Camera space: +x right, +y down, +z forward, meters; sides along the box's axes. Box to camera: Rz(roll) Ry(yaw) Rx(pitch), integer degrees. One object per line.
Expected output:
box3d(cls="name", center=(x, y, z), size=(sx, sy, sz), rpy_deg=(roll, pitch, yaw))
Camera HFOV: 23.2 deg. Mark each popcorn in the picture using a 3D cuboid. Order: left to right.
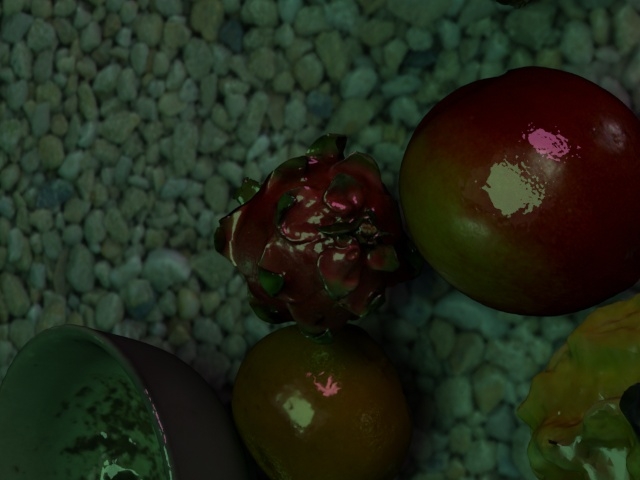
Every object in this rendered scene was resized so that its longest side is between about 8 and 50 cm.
box3d(cls="popcorn", center=(0.242, 0.156, 1.029), size=(0.249, 0.225, 0.249), rpy_deg=(-2, 86, 22))

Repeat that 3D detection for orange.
box3d(cls="orange", center=(0.005, 0.133, 1.227), size=(0.134, 0.155, 0.154), rpy_deg=(-43, 60, -16))

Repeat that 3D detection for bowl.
box3d(cls="bowl", center=(-0.146, 0.210, 1.298), size=(0.289, 0.146, 0.289), rpy_deg=(3, 93, 49))

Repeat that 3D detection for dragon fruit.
box3d(cls="dragon fruit", center=(-0.003, -0.002, 1.202), size=(0.135, 0.236, 0.137), rpy_deg=(-28, 99, 2))

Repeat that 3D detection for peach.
box3d(cls="peach", center=(0.157, -0.032, 1.120), size=(0.197, 0.197, 0.197), rpy_deg=(-3, 85, 32))

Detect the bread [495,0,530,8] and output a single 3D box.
box3d(cls="bread", center=(0.148, -0.260, 1.116), size=(0.184, 0.234, 0.111), rpy_deg=(-27, 76, 29))
